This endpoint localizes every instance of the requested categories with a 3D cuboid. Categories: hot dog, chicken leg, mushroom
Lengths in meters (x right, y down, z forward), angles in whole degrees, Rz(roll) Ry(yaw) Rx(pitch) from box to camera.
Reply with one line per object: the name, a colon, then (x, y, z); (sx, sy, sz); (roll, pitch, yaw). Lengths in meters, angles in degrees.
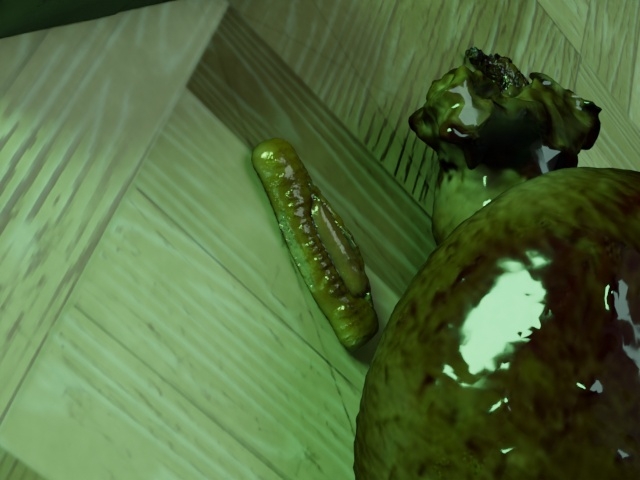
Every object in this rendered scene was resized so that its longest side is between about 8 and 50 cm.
hot dog: (0.001, 0.000, 0.697); (0.044, 0.028, 0.137); (-29, 93, -59)
chicken leg: (0.147, -0.130, 0.938); (0.083, 0.021, 0.036); (49, 51, -20)
mushroom: (0.138, 0.084, 0.687); (0.331, 0.356, 0.334); (2, 111, -56)

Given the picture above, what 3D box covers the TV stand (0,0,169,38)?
TV stand: (-0.105, -0.174, 0.620); (0.269, 0.083, 0.088); (-30, 96, -51)
